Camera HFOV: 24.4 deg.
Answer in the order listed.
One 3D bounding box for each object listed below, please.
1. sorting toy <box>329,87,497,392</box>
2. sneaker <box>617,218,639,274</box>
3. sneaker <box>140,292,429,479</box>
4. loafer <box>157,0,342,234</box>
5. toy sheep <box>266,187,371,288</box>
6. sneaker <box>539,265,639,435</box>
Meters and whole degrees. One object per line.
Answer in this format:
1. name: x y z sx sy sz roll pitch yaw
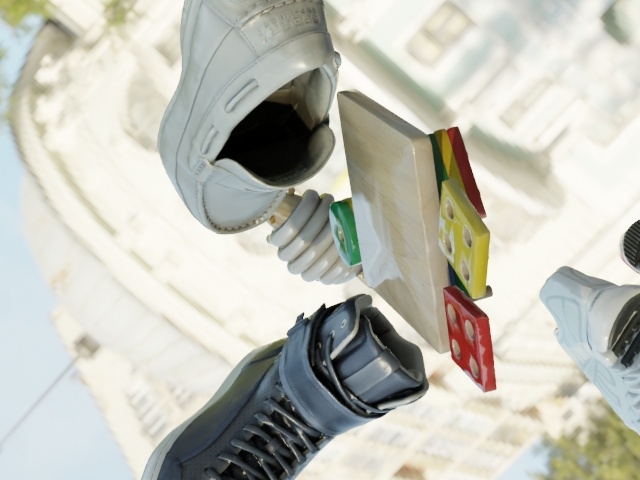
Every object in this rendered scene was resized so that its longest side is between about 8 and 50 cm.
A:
1. sorting toy: 0.063 -0.016 0.882 0.274 0.046 0.132 -135 33 -65
2. sneaker: 0.310 0.014 1.157 0.161 0.057 0.075 9 177 0
3. sneaker: -0.022 0.126 0.984 0.086 0.163 0.226 48 -135 -16
4. loafer: -0.047 -0.076 1.035 0.111 0.112 0.319 61 164 20
5. toy sheep: 0.000 0.000 1.360 0.132 0.091 0.091 34 -163 -11
6. sneaker: 0.320 0.117 1.583 0.118 0.110 0.292 27 162 38
